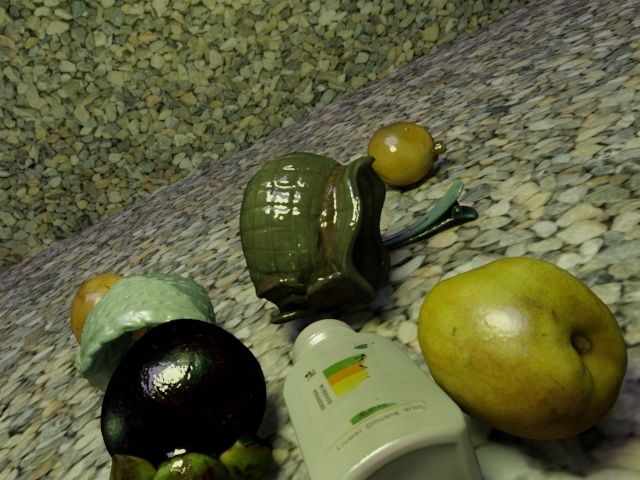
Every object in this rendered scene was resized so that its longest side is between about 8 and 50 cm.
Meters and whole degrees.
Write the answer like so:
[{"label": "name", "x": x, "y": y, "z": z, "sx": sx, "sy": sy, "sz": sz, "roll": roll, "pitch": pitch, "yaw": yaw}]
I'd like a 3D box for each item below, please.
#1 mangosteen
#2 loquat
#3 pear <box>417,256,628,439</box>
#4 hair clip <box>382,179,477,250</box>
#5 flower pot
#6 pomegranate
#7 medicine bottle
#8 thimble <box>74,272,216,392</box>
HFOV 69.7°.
[{"label": "mangosteen", "x": -0.176, "y": 0.236, "z": 0.619, "sx": 0.242, "sy": 0.243, "sz": 0.243, "roll": -22, "pitch": 27, "yaw": 11}, {"label": "loquat", "x": 0.206, "y": -0.213, "z": 1.130, "sx": 0.204, "sy": 0.150, "sz": 0.172, "roll": -3, "pitch": 29, "yaw": 21}, {"label": "pear", "x": 0.209, "y": 0.112, "z": 0.488, "sx": 0.199, "sy": 0.200, "sz": 0.200, "roll": -22, "pitch": 27, "yaw": 11}, {"label": "hair clip", "x": 0.172, "y": -0.018, "z": 0.916, "sx": 0.275, "sy": 0.083, "sz": 0.048, "roll": -29, "pitch": 30, "yaw": 13}, {"label": "flower pot", "x": 0.000, "y": 0.000, "z": 0.803, "sx": 0.213, "sy": 0.302, "sz": 0.302, "roll": -2, "pitch": 33, "yaw": 18}, {"label": "pomegranate", "x": -0.475, "y": 0.164, "z": 1.057, "sx": 0.196, "sy": 0.196, "sz": 0.196, "roll": -22, "pitch": 27, "yaw": 11}, {"label": "medicine bottle", "x": 0.044, "y": 0.191, "z": 0.539, "sx": 0.161, "sy": 0.111, "sz": 0.296, "roll": -21, "pitch": 13, "yaw": -8}, {"label": "thimble", "x": -0.318, "y": 0.179, "z": 0.849, "sx": 0.249, "sy": 0.205, "sz": 0.172, "roll": -13, "pitch": 31, "yaw": -7}]
